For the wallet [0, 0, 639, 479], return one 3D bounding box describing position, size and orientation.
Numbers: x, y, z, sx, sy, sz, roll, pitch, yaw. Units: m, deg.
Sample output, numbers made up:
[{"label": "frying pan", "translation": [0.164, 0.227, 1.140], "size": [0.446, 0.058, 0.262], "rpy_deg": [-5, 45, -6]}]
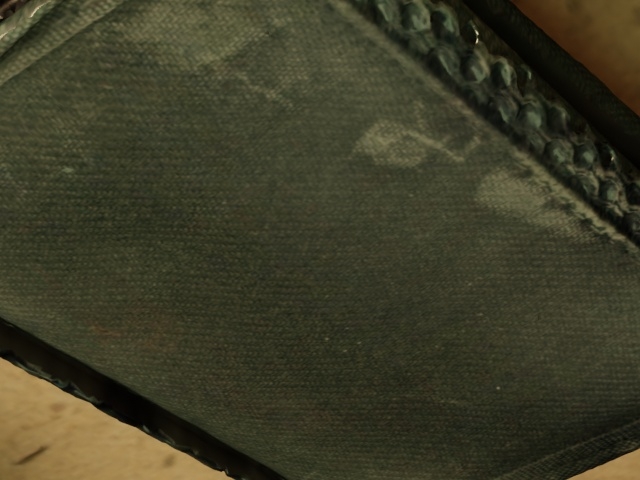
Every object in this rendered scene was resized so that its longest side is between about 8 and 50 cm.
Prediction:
[{"label": "wallet", "translation": [0.000, 0.000, 0.594], "size": [0.237, 0.075, 0.342], "rpy_deg": [-31, 135, 28]}]
